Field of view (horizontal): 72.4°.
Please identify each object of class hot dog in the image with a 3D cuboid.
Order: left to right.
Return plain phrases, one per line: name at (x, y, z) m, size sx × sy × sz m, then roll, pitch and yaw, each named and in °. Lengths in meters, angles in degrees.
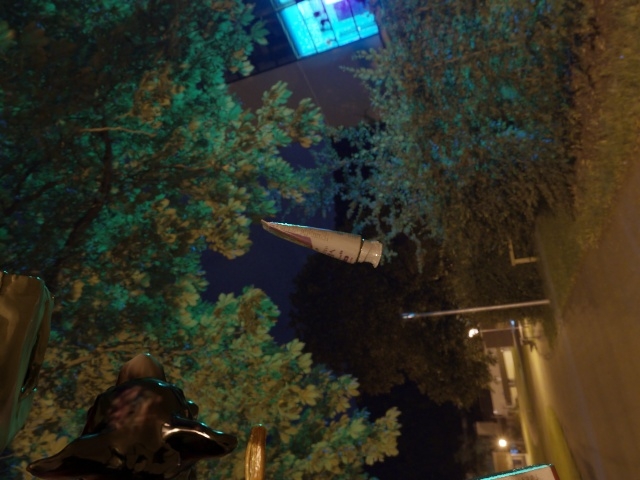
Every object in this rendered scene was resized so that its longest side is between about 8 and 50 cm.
hot dog at (-0.127, 0.430, 0.856) m, size 0.028 × 0.044 × 0.137 m, roll 31°, pitch -121°, yaw -80°

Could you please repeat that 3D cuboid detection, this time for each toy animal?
toy animal at (-0.199, 0.287, 0.466) m, size 0.303 × 0.194 × 0.344 m, roll 122°, pitch 147°, yaw -50°

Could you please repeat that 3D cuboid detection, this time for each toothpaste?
toothpaste at (0.000, 0.000, 1.075) m, size 0.114 × 0.299 × 0.073 m, roll 115°, pitch 168°, yaw -82°

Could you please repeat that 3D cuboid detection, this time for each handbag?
handbag at (-0.470, 0.183, 0.643) m, size 0.109 × 0.316 × 0.253 m, roll 14°, pitch -110°, yaw -24°

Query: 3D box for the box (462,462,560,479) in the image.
box at (0.318, 0.477, 0.762) m, size 0.050 × 0.229 × 0.123 m, roll 52°, pitch -159°, yaw -62°
